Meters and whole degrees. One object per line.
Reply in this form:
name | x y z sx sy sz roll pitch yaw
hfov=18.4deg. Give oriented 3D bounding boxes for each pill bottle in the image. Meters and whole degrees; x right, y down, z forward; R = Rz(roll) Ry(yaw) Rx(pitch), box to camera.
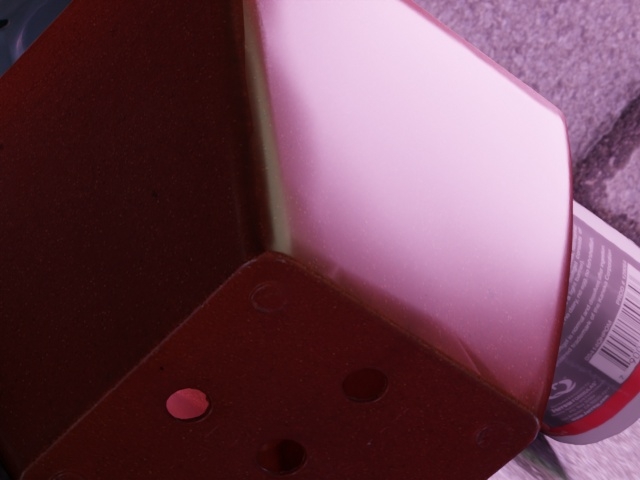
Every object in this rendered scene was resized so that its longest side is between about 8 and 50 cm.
pill bottle | 0.130 0.022 1.578 0.318 0.176 0.176 33 15 -30

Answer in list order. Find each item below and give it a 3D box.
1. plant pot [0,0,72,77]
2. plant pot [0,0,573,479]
plant pot | -0.193 -0.228 1.299 0.293 0.293 0.235 17 42 -60
plant pot | -0.031 0.029 0.984 0.267 0.267 0.236 33 28 -30
